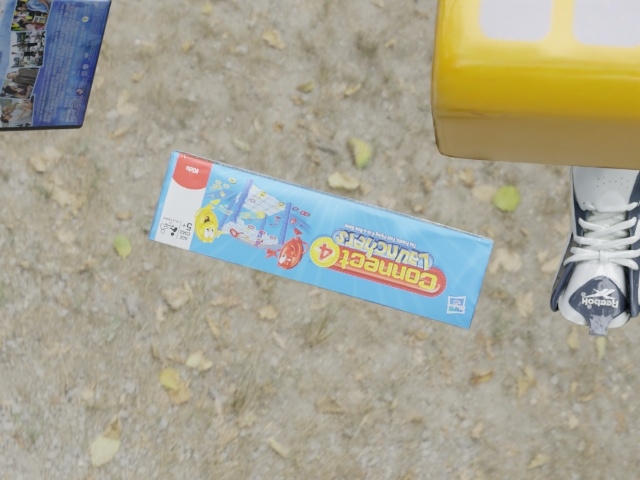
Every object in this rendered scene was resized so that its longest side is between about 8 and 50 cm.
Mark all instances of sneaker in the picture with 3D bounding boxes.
[{"bbox_3d":[0.277,0.009,0.918,0.094,0.235,0.153,8,60,10],"label":"sneaker"}]

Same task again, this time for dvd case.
[{"bbox_3d":[-0.356,-0.185,0.988,0.253,0.180,0.022,-7,51,-33],"label":"dvd case"}]

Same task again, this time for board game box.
[{"bbox_3d":[0.000,0.000,0.995,0.302,0.308,0.086,15,90,1],"label":"board game box"}]

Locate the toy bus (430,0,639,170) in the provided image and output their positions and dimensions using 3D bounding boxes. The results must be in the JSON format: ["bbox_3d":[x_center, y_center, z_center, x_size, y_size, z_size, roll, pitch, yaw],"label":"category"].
[{"bbox_3d":[0.215,-0.092,0.363,0.333,0.108,0.130,5,81,9],"label":"toy bus"}]
